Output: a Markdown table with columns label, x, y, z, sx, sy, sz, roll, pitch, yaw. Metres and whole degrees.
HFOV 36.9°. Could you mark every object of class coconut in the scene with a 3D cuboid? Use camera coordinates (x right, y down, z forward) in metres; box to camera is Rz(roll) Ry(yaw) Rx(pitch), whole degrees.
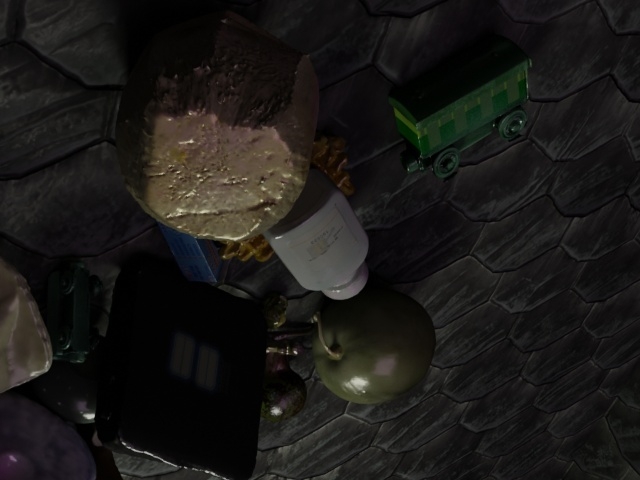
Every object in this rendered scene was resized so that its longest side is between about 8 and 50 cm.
| label | x | y | z | sx | sy | sz | roll | pitch | yaw |
| --- | --- | --- | --- | --- | --- | --- | --- | --- | --- |
| coconut | -0.148 | -0.184 | 1.423 | 0.297 | 0.310 | 0.298 | 0 | 127 | 0 |

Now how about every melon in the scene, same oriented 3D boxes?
| label | x | y | z | sx | sy | sz | roll | pitch | yaw |
| --- | --- | --- | --- | --- | --- | --- | --- | --- | --- |
| melon | 0.118 | 0.226 | 2.083 | 0.308 | 0.271 | 0.272 | -26 | 141 | -34 |

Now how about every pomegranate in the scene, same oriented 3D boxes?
| label | x | y | z | sx | sy | sz | roll | pitch | yaw |
| --- | --- | --- | --- | --- | --- | --- | --- | --- | --- |
| pomegranate | -0.090 | 0.315 | 2.110 | 0.125 | 0.138 | 0.163 | 31 | 74 | -41 |

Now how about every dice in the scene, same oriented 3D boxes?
| label | x | y | z | sx | sy | sz | roll | pitch | yaw |
| --- | --- | --- | --- | --- | --- | --- | --- | --- | --- |
| dice | -0.565 | 0.429 | 1.618 | 0.270 | 0.270 | 0.271 | 39 | 135 | -12 |

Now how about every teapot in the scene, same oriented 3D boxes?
| label | x | y | z | sx | sy | sz | roll | pitch | yaw |
| --- | --- | --- | --- | --- | --- | --- | --- | --- | --- |
| teapot | -0.460 | 0.287 | 1.741 | 0.183 | 0.184 | 0.251 | 1 | 138 | -40 |

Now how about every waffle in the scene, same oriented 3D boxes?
| label | x | y | z | sx | sy | sz | roll | pitch | yaw |
| --- | --- | --- | --- | --- | --- | --- | --- | --- | --- |
| waffle | -0.071 | -0.082 | 1.774 | 0.309 | 0.065 | 0.283 | -18 | 139 | -31 |

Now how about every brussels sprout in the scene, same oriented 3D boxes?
| label | x | y | z | sx | sy | sz | roll | pitch | yaw |
| --- | --- | --- | --- | --- | --- | --- | --- | --- | --- |
| brussels sprout | -0.096 | 0.148 | 1.987 | 0.085 | 0.058 | 0.085 | -20 | 122 | -34 |

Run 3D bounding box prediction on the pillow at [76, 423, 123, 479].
| label | x | y | z | sx | sy | sz | roll | pitch | yaw |
| --- | --- | --- | --- | --- | --- | --- | --- | --- | --- |
| pillow | -0.487 | 0.522 | 1.828 | 0.305 | 0.308 | 0.108 | -41 | 138 | 2 |

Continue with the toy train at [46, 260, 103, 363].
| label | x | y | z | sx | sy | sz | roll | pitch | yaw |
| --- | --- | --- | --- | --- | --- | --- | --- | --- | --- |
| toy train | -0.422 | 0.123 | 1.622 | 0.099 | 0.172 | 0.070 | -15 | 161 | 41 |

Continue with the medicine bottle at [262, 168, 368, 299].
| label | x | y | z | sx | sy | sz | roll | pitch | yaw |
| --- | --- | --- | --- | --- | --- | --- | --- | --- | --- |
| medicine bottle | 0.000 | 0.000 | 1.783 | 0.161 | 0.111 | 0.296 | -38 | 144 | -1 |

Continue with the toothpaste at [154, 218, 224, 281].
| label | x | y | z | sx | sy | sz | roll | pitch | yaw |
| --- | --- | --- | --- | --- | --- | --- | --- | --- | --- |
| toothpaste | -0.241 | -0.031 | 1.657 | 0.066 | 0.053 | 0.272 | -1 | 139 | 17 |

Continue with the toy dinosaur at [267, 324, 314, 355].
| label | x | y | z | sx | sy | sz | roll | pitch | yaw |
| --- | --- | --- | --- | --- | --- | --- | --- | --- | --- |
| toy dinosaur | -0.112 | 0.216 | 2.009 | 0.199 | 0.072 | 0.251 | -5 | 173 | 1 |

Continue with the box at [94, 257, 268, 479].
| label | x | y | z | sx | sy | sz | roll | pitch | yaw |
| --- | --- | --- | --- | --- | --- | --- | --- | --- | --- |
| box | -0.238 | 0.238 | 1.739 | 0.091 | 0.359 | 0.350 | -17 | 148 | 38 |

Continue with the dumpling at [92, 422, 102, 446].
| label | x | y | z | sx | sy | sz | roll | pitch | yaw |
| --- | --- | --- | --- | --- | --- | --- | --- | --- | --- |
| dumpling | -0.385 | 0.313 | 1.856 | 0.169 | 0.099 | 0.134 | -17 | 124 | -45 |

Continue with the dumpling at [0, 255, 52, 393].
| label | x | y | z | sx | sy | sz | roll | pitch | yaw |
| --- | --- | --- | --- | --- | --- | --- | --- | --- | --- |
| dumpling | -0.623 | 0.125 | 1.457 | 0.394 | 0.233 | 0.316 | -10 | 103 | -14 |

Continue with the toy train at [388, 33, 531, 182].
| label | x | y | z | sx | sy | sz | roll | pitch | yaw |
| --- | --- | --- | --- | --- | --- | --- | --- | --- | --- |
| toy train | 0.272 | -0.250 | 1.847 | 0.300 | 0.120 | 0.202 | -31 | 138 | -11 |
